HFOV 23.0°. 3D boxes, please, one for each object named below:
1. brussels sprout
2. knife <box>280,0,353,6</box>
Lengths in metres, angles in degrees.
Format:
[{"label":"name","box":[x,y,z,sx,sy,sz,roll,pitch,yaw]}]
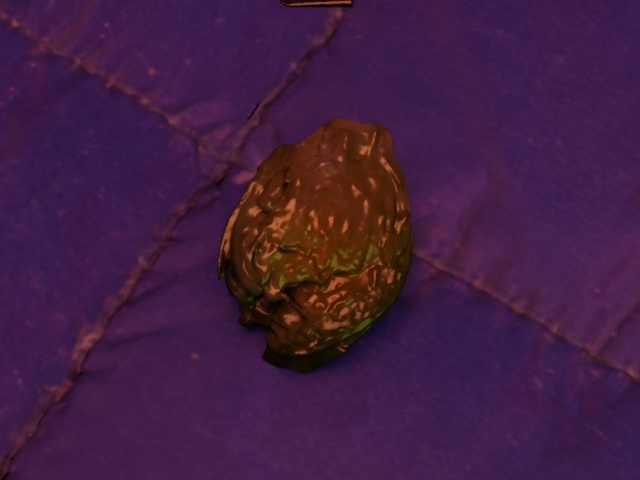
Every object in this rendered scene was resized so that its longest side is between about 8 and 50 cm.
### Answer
[{"label":"brussels sprout","box":[0.000,0.000,1.171,0.139,0.100,0.181,22,66,-1]},{"label":"knife","box":[-0.007,-0.309,1.349,0.072,0.019,0.245,0,68,2]}]
